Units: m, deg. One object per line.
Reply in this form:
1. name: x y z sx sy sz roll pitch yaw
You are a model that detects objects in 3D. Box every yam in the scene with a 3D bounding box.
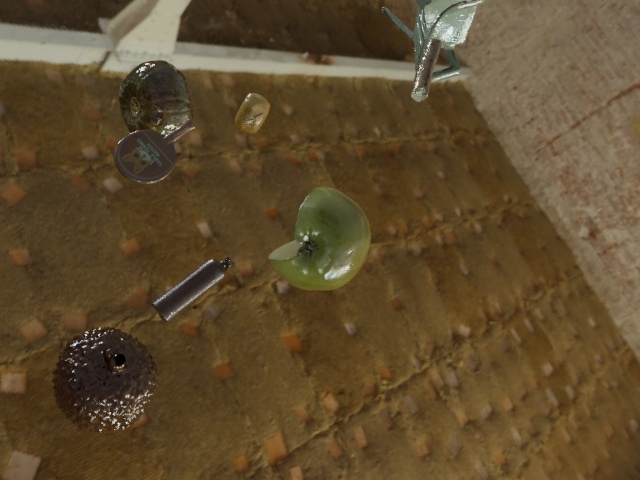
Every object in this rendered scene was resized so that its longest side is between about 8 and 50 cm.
1. yam: 0.182 -0.296 1.057 0.032 0.032 0.145 35 -126 -20

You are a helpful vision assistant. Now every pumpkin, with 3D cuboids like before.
1. pumpkin: -0.400 -0.341 1.541 0.162 0.219 0.218 -10 -112 -44

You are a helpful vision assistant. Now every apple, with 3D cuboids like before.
1. apple: 0.013 0.017 1.716 0.233 0.295 0.258 37 -163 2

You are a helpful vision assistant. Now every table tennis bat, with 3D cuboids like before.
1. table tennis bat: -0.319 -0.156 1.196 0.107 0.119 0.170 47 -116 2

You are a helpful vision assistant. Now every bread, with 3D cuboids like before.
1. bread: -0.195 -0.368 1.788 0.082 0.115 0.056 28 -171 -27

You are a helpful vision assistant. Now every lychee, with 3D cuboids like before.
1. lychee: -0.390 0.251 1.122 0.200 0.238 0.200 18 -130 -24

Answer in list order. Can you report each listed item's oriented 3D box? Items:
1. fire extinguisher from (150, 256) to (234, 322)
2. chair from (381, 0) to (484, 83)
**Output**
1. fire extinguisher: -0.344 0.125 1.717 0.072 0.089 0.268 42 -117 17
2. chair: 0.241 -0.469 1.313 0.191 0.203 0.274 -12 -123 -13
